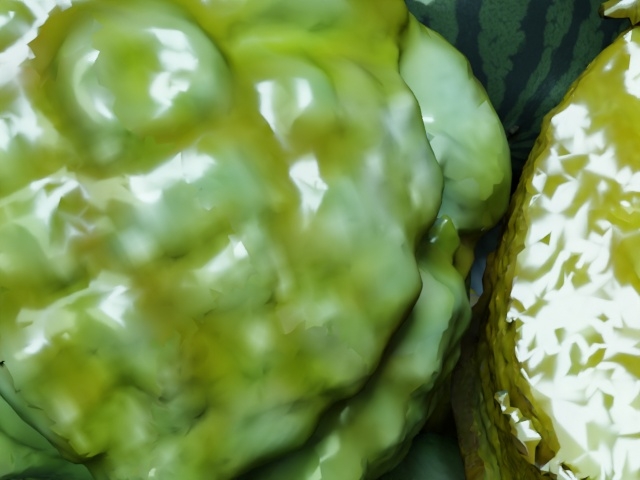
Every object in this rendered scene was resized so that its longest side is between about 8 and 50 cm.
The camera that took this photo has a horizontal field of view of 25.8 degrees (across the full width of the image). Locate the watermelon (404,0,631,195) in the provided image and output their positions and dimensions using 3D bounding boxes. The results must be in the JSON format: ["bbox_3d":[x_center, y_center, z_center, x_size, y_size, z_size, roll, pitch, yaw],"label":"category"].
[{"bbox_3d":[0.068,-0.125,0.755,0.212,0.212,0.212,-7,71,21],"label":"watermelon"}]

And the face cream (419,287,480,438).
[{"bbox_3d":[0.000,0.000,0.814,0.078,0.078,0.273,-48,63,3],"label":"face cream"}]

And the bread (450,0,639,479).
[{"bbox_3d":[0.259,0.056,0.595,0.398,0.215,0.398,-3,68,9],"label":"bread"}]

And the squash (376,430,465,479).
[{"bbox_3d":[0.063,0.192,0.688,0.123,0.170,0.170,-47,62,18],"label":"squash"}]

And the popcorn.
[{"bbox_3d":[-0.088,-0.024,0.593,0.335,0.279,0.274,40,95,7],"label":"popcorn"}]
